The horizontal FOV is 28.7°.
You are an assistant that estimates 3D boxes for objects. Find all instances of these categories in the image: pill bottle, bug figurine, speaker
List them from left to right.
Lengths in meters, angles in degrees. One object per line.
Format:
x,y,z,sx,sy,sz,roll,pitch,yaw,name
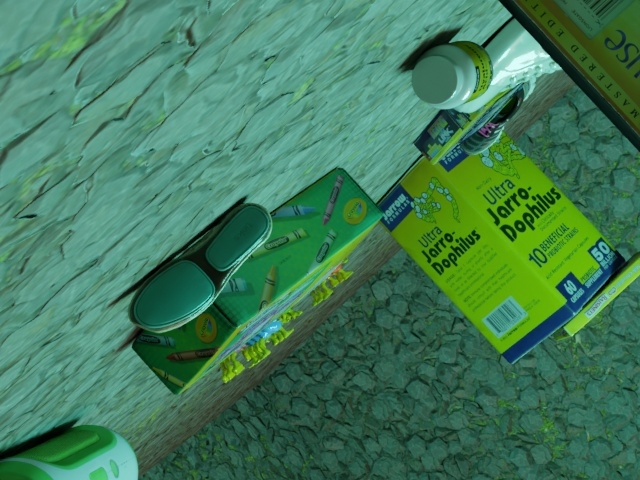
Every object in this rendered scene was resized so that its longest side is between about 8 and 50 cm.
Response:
-0.307,0.292,1.456,0.131,0.131,0.296,-43,175,7,speaker
-0.072,0.114,1.979,0.216,0.072,0.279,-39,-177,40,bug figurine
0.131,-0.166,1.260,0.065,0.065,0.116,-45,174,25,pill bottle

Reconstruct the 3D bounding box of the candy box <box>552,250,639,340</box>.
0.477,0.090,2.105,0.206,0.027,0.105,-41,177,-7,candy box

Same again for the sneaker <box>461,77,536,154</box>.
0.270,-0.201,1.979,0.170,0.063,0.075,-51,171,30,sneaker

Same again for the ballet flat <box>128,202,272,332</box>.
-0.110,0.030,1.167,0.168,0.057,0.052,-40,-176,-19,ballet flat

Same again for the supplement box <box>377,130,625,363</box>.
0.300,-0.007,2.125,0.194,0.356,0.195,-38,173,-41,supplement box

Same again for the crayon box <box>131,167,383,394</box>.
-0.067,0.043,1.412,0.278,0.081,0.165,-36,172,-43,crayon box

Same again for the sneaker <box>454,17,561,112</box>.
0.291,-0.238,1.538,0.290,0.123,0.106,-41,176,7,sneaker

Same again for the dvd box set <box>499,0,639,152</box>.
0.418,-0.273,1.187,0.420,0.307,0.062,-43,176,3,dvd box set

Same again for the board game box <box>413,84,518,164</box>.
0.223,-0.194,1.772,0.141,0.048,0.170,-36,172,-32,board game box
